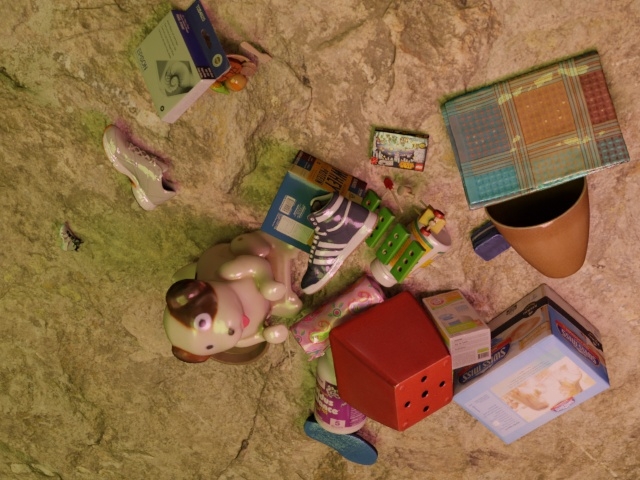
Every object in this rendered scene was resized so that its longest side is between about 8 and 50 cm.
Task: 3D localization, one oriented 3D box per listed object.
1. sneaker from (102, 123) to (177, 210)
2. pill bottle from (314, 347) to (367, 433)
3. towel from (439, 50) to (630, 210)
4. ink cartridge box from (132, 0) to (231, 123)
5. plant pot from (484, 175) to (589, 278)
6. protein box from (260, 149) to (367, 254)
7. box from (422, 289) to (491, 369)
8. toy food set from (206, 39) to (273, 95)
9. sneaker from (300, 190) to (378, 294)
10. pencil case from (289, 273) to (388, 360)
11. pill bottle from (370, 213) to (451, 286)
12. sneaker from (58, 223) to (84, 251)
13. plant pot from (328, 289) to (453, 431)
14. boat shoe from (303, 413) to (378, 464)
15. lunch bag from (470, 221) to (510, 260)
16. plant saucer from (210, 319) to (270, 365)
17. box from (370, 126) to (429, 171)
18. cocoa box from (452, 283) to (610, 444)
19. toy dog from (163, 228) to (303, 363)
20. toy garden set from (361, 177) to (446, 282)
[{"bbox_3d":[-0.479,-0.210,1.925,0.121,0.099,0.262,-20,122,15],"label":"sneaker"},{"bbox_3d":[0.069,0.416,2.122,0.169,0.169,0.301,8,122,8],"label":"pill bottle"},{"bbox_3d":[0.481,-0.248,1.634,0.370,0.040,0.271,-17,86,22],"label":"towel"},{"bbox_3d":[-0.338,-0.433,1.703,0.224,0.045,0.223,-37,68,28],"label":"ink cartridge box"},{"bbox_3d":[0.551,-0.033,1.729,0.237,0.237,0.254,-17,131,22],"label":"plant pot"},{"bbox_3d":[-0.017,-0.088,1.856,0.201,0.136,0.199,26,123,-3],"label":"protein box"},{"bbox_3d":[0.361,0.234,1.910,0.114,0.203,0.103,-13,119,-8],"label":"box"},{"bbox_3d":[-0.220,-0.404,1.729,0.192,0.132,0.038,-25,67,25],"label":"toy food set"},{"bbox_3d":[0.000,0.000,1.762,0.153,0.099,0.282,33,115,-15],"label":"sneaker"},{"bbox_3d":[0.053,0.215,1.988,0.284,0.124,0.124,-37,108,7],"label":"pencil case"},{"bbox_3d":[0.233,0.032,1.883,0.118,0.117,0.208,41,121,-12],"label":"pill bottle"},{"bbox_3d":[-0.743,-0.007,2.136,0.069,0.038,0.098,11,132,4],"label":"sneaker"},{"bbox_3d":[0.207,0.342,1.897,0.267,0.236,0.267,-25,129,-21],"label":"plant pot"},{"bbox_3d":[0.075,0.628,2.303,0.258,0.089,0.109,33,109,-2],"label":"boat shoe"},{"bbox_3d":[0.438,0.001,1.849,0.098,0.065,0.067,-36,123,28],"label":"lunch bag"},{"bbox_3d":[-0.283,0.266,2.191,0.278,0.041,0.277,6,121,10],"label":"plant saucer"},{"bbox_3d":[0.199,-0.228,1.786,0.137,0.027,0.093,9,123,7],"label":"box"},{"bbox_3d":[0.557,0.339,1.928,0.231,0.228,0.347,40,121,-12],"label":"cocoa box"},{"bbox_3d":[-0.255,0.142,1.879,0.396,0.408,0.284,16,117,11],"label":"toy dog"},{"bbox_3d":[0.202,-0.046,1.812,0.049,0.244,0.203,8,126,-44],"label":"toy garden set"}]
